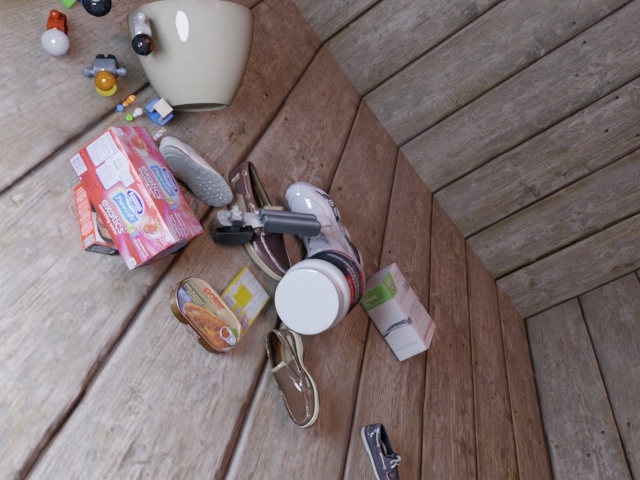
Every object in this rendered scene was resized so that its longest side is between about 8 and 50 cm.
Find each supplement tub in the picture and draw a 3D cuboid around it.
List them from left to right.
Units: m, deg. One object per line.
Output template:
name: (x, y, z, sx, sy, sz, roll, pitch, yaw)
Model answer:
supplement tub: (0.003, 0.133, 1.674, 0.191, 0.191, 0.272, 60, 18, 1)

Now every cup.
cup: (-0.332, -0.470, 1.661, 0.331, 0.330, 0.237, -13, 101, -63)

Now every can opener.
can opener: (-0.139, -0.039, 1.630, 0.280, 0.093, 0.074, 1, 32, -21)

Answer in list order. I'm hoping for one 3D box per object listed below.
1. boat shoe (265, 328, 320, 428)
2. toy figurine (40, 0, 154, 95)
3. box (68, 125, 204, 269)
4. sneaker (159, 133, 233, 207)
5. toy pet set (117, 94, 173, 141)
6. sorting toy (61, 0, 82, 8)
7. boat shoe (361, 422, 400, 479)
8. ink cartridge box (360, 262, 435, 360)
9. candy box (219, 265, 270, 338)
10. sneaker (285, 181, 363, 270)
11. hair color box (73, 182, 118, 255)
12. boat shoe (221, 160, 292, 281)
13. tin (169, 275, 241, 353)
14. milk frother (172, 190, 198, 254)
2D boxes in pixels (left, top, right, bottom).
boat shoe: (-0.080, 0.321, 1.483, 0.095, 0.095, 0.258, 30, 26, -41)
toy figurine: (-0.495, -0.462, 1.416, 0.209, 0.213, 0.148, 43, 18, -40)
box: (-0.364, -0.087, 1.252, 0.257, 0.128, 0.122, 60, 22, 0)
sneaker: (-0.311, -0.180, 1.602, 0.235, 0.090, 0.095, 44, 20, -32)
toy pet set: (-0.433, -0.309, 1.567, 0.122, 0.065, 0.114, 49, 62, -15)
sorting toy: (-0.679, -0.721, 1.546, 0.348, 0.047, 0.196, 51, 27, -16)
boat shoe: (0.179, 0.590, 1.683, 0.075, 0.065, 0.206, -4, 66, -62)
ink cartridge box: (0.264, 0.242, 2.147, 0.273, 0.114, 0.198, 56, 26, -6)
candy box: (-0.193, 0.151, 1.521, 0.105, 0.027, 0.206, 56, 26, -12)
sneaker: (0.000, 0.000, 1.900, 0.366, 0.137, 0.210, 58, 23, -12)
hair color box: (-0.445, -0.045, 1.257, 0.072, 0.043, 0.141, 18, 48, -56)
boat shoe: (-0.151, -0.057, 1.706, 0.123, 0.123, 0.342, -7, 69, -62)
tin: (-0.250, 0.163, 1.370, 0.190, 0.040, 0.106, 52, 46, -15)
milk frother: (-0.323, -0.070, 1.390, 0.129, 0.143, 0.135, 41, 31, -26)
